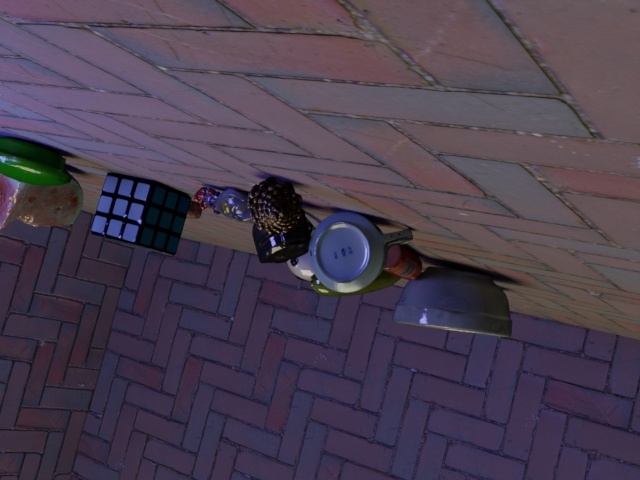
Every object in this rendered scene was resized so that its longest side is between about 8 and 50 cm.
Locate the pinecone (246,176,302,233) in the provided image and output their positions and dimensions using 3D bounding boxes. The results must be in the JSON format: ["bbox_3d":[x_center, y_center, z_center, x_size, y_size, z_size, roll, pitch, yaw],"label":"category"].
[{"bbox_3d":[-0.088,-0.064,1.487,0.102,0.102,0.109,19,-176,-42],"label":"pinecone"}]

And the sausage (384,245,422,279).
[{"bbox_3d":[0.197,0.052,2.068,0.074,0.074,0.274,13,176,22],"label":"sausage"}]

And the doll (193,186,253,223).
[{"bbox_3d":[-0.189,-0.076,1.810,0.194,0.062,0.104,12,131,37],"label":"doll"}]

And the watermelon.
[{"bbox_3d":[-0.759,-0.119,2.216,0.148,0.226,0.318,41,171,18],"label":"watermelon"}]

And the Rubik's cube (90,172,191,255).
[{"bbox_3d":[-0.444,-0.064,2.107,0.163,0.162,0.160,11,174,29],"label":"Rubik's cube"}]

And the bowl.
[{"bbox_3d":[0.348,0.159,2.203,0.306,0.164,0.307,9,177,1],"label":"bowl"}]

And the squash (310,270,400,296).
[{"bbox_3d":[0.129,0.096,2.299,0.340,0.095,0.094,-7,-174,-29],"label":"squash"}]

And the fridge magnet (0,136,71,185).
[{"bbox_3d":[-0.662,-0.175,1.919,0.207,0.088,0.208,15,174,2],"label":"fridge magnet"}]

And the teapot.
[{"bbox_3d":[0.073,0.020,1.707,0.231,0.159,0.159,-19,161,23],"label":"teapot"}]

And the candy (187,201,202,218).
[{"bbox_3d":[-0.373,-0.088,2.318,0.103,0.043,0.103,12,174,1],"label":"candy"}]

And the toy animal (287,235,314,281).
[{"bbox_3d":[-0.012,0.048,2.354,0.165,0.138,0.179,-6,165,5],"label":"toy animal"}]

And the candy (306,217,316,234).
[{"bbox_3d":[0.000,0.000,2.024,0.119,0.119,0.440,13,167,19],"label":"candy"}]

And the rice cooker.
[{"bbox_3d":[-0.079,-0.011,1.744,0.112,0.107,0.165,-9,156,-21],"label":"rice cooker"}]
